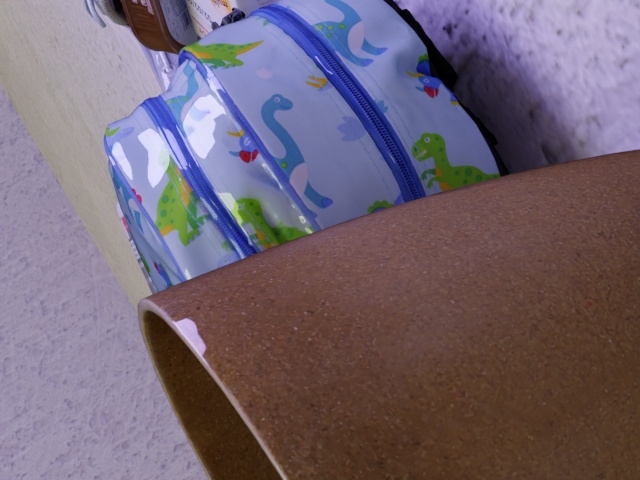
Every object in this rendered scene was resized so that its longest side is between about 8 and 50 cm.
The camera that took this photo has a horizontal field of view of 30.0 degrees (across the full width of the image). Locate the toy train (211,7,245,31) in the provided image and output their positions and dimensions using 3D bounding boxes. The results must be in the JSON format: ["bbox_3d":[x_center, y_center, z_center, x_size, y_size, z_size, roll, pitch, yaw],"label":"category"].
[{"bbox_3d":[-0.064,-0.119,0.864,0.036,0.027,0.158,49,161,9],"label":"toy train"}]

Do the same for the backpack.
[{"bbox_3d":[0.000,0.000,0.761,0.290,0.273,0.355,62,154,17],"label":"backpack"}]

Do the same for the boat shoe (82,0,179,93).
[{"bbox_3d":[-0.157,-0.210,1.080,0.320,0.103,0.118,51,162,29],"label":"boat shoe"}]

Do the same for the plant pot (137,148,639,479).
[{"bbox_3d":[0.091,0.068,0.508,0.237,0.254,0.237,54,164,23],"label":"plant pot"}]

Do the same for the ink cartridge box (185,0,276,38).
[{"bbox_3d":[-0.057,-0.187,0.882,0.104,0.061,0.181,46,160,40],"label":"ink cartridge box"}]

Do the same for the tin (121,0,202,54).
[{"bbox_3d":[-0.116,-0.229,0.917,0.040,0.106,0.190,14,142,26],"label":"tin"}]

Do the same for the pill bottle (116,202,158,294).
[{"bbox_3d":[-0.068,0.062,1.141,0.283,0.161,0.161,66,165,0],"label":"pill bottle"}]
